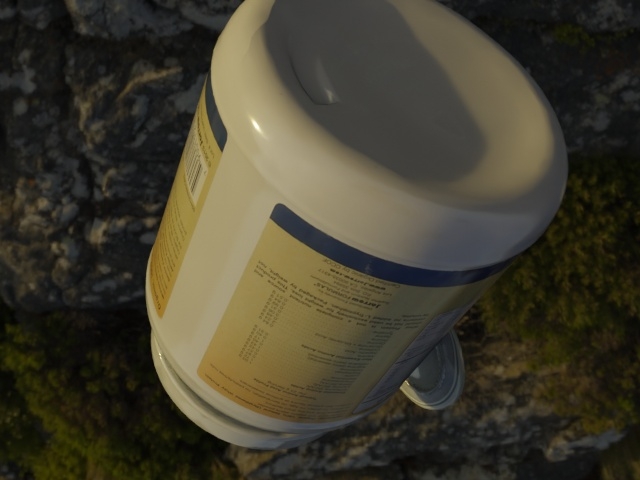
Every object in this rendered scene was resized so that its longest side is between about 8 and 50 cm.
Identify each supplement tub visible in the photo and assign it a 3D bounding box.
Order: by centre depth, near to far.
[{"bbox_3d":[0.000,0.000,0.542,0.228,0.228,0.316,14,139,-16],"label":"supplement tub"}]

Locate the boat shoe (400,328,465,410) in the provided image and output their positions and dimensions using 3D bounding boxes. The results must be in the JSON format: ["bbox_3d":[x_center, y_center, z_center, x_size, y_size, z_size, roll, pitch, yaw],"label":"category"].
[{"bbox_3d":[0.068,0.060,0.736,0.079,0.228,0.081,-32,151,20],"label":"boat shoe"}]
